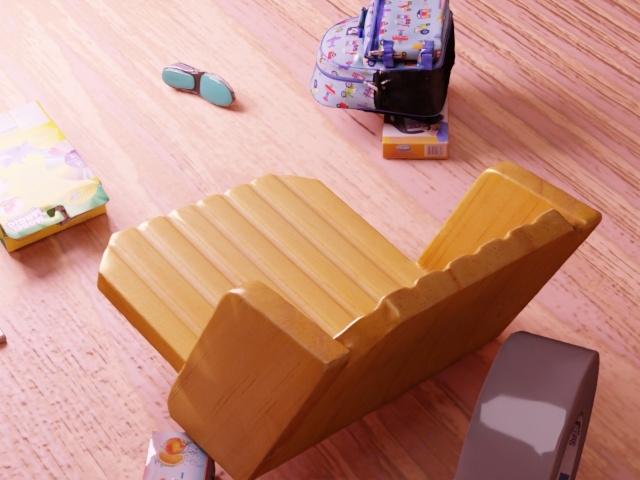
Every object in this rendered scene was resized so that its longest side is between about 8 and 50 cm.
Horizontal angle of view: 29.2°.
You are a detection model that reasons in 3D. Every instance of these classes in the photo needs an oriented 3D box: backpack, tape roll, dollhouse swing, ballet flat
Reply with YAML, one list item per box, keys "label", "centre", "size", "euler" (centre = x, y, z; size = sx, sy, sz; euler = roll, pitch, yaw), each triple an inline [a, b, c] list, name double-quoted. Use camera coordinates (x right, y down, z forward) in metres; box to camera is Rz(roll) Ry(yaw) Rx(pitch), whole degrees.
- label: "backpack"
  centre: [0.073, -0.228, 1.510]
  size: [0.173, 0.117, 0.158]
  euler: [5, 42, 13]
- label: "tape roll"
  centre: [0.169, 0.188, 1.025]
  size: [0.072, 0.219, 0.219]
  euler: [14, 46, 19]
- label: "dollhouse swing"
  centre: [0.000, 0.000, 1.157]
  size: [0.347, 0.315, 0.305]
  euler: [-24, 68, -35]
- label: "ballet flat"
  centre: [-0.151, -0.206, 1.594]
  size: [0.114, 0.041, 0.041]
  euler: [22, 49, 23]

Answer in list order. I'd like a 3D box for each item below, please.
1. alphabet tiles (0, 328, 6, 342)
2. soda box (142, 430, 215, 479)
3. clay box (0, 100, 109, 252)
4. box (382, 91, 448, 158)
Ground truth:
- label: "alphabet tiles"
  centre: [-0.518, 0.128, 1.282]
  size: [0.342, 0.011, 0.285]
  euler: [-27, 49, -24]
- label: "soda box"
  centre: [-0.132, 0.258, 1.082]
  size: [0.058, 0.063, 0.183]
  euler: [3, 44, 3]
- label: "clay box"
  centre: [-0.345, -0.071, 1.450]
  size: [0.127, 0.053, 0.222]
  euler: [-24, 49, -21]
- label: "box"
  centre: [0.119, -0.154, 1.529]
  size: [0.081, 0.028, 0.136]
  euler: [0, 45, 4]
